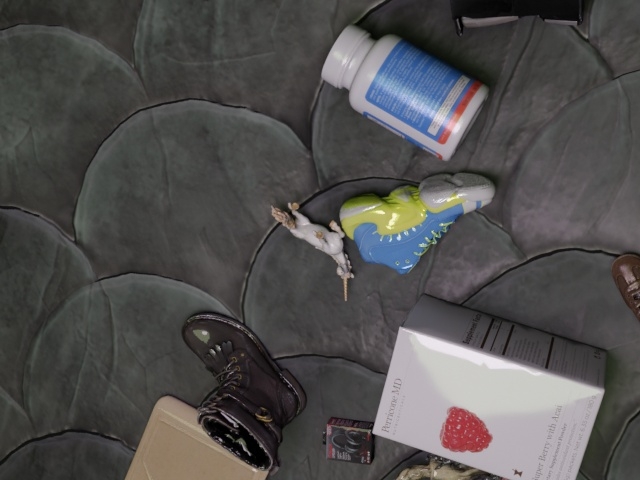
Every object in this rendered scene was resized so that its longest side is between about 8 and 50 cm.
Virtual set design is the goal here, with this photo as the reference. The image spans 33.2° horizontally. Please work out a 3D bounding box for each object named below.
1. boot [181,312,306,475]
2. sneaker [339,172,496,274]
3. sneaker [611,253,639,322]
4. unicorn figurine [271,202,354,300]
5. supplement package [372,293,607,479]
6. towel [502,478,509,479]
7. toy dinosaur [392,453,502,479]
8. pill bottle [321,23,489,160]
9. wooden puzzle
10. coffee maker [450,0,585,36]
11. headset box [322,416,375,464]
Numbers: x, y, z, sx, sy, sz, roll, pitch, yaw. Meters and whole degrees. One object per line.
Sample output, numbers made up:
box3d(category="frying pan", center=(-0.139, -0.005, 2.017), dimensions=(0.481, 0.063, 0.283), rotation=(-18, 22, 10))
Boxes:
box3d(category="boot", center=(-0.137, 0.227, 1.644), dimensions=(0.263, 0.229, 0.091), rotation=(38, 109, 5))
box3d(category="sneaker", center=(0.153, -0.022, 1.592), dimensions=(0.240, 0.091, 0.126), rotation=(-8, 112, 25))
box3d(category="sneaker", center=(0.481, 0.103, 1.526), dimensions=(0.066, 0.071, 0.188), rotation=(-35, 92, 20))
box3d(category="unicorn figurine", center=(0.000, 0.000, 1.636), dimensions=(0.060, 0.111, 0.162), rotation=(-41, 66, -8))
box3d(category="supplement package", center=(0.248, 0.221, 1.563), dimensions=(0.292, 0.175, 0.178), rotation=(16, 107, 12))
box3d(category="towel", center=(0.226, 0.488, 1.705), dimensions=(0.329, 0.037, 0.237), rotation=(-34, 92, 20))
box3d(category="toy dinosaur", center=(0.225, 0.346, 1.598), dimensions=(0.268, 0.118, 0.064), rotation=(-1, 72, 14))
box3d(category="pill bottle", center=(0.118, -0.217, 1.528), dimensions=(0.221, 0.124, 0.124), rotation=(31, 109, 6))
box3d(category="wooden puzzle", center=(-0.215, 0.407, 1.810), dimensions=(0.220, 0.044, 0.239), rotation=(27, 104, 9))
box3d(category="coffee maker", center=(0.263, -0.349, 1.434), dimensions=(0.178, 0.171, 0.120), rotation=(-2, 85, 14))
box3d(category="headset box", center=(0.044, 0.321, 1.719), dimensions=(0.083, 0.032, 0.062), rotation=(5, 104, 13))
